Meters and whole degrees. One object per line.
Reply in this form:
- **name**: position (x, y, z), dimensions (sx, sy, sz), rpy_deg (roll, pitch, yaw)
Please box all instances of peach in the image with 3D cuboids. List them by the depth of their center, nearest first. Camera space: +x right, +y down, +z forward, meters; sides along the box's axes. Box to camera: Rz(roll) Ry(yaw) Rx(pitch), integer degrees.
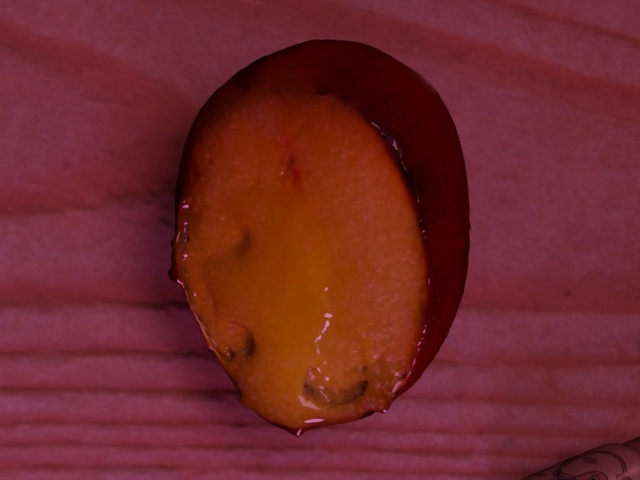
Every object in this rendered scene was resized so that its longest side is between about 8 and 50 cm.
- **peach**: position (0.000, 0.000, 1.364), dimensions (0.281, 0.281, 0.338), rpy_deg (17, 65, -21)

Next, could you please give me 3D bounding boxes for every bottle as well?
- **bottle**: position (0.275, 0.259, 1.503), dimensions (0.209, 0.097, 0.110), rpy_deg (-16, 114, -31)
